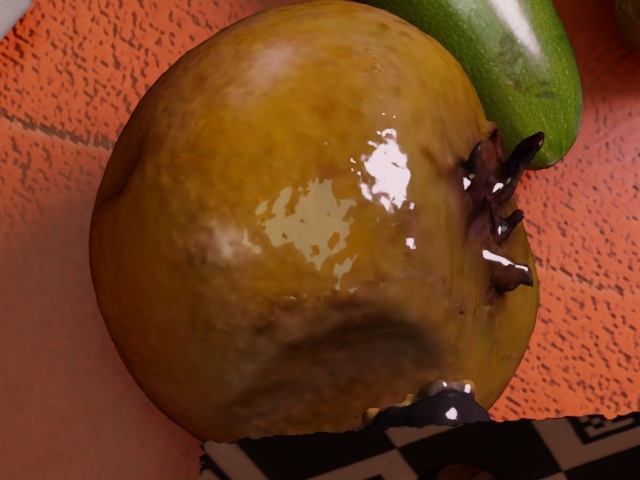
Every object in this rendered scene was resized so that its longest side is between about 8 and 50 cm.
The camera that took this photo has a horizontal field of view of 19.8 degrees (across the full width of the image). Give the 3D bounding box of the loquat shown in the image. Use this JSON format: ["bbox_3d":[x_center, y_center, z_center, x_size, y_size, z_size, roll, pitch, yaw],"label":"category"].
[{"bbox_3d":[0.001,0.005,0.809,0.213,0.213,0.213,1,83,-5],"label":"loquat"}]

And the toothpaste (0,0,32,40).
[{"bbox_3d":[-0.281,0.009,0.859,0.392,0.061,0.099,-44,89,-6],"label":"toothpaste"}]

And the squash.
[{"bbox_3d":[0.033,-0.159,0.898,0.082,0.082,0.292,-39,87,-9],"label":"squash"}]

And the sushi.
[{"bbox_3d":[0.069,0.146,0.800,0.264,0.290,0.050,-3,47,-5],"label":"sushi"}]

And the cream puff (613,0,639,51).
[{"bbox_3d":[0.208,-0.154,0.879,0.165,0.150,0.115,-14,77,-7],"label":"cream puff"}]
